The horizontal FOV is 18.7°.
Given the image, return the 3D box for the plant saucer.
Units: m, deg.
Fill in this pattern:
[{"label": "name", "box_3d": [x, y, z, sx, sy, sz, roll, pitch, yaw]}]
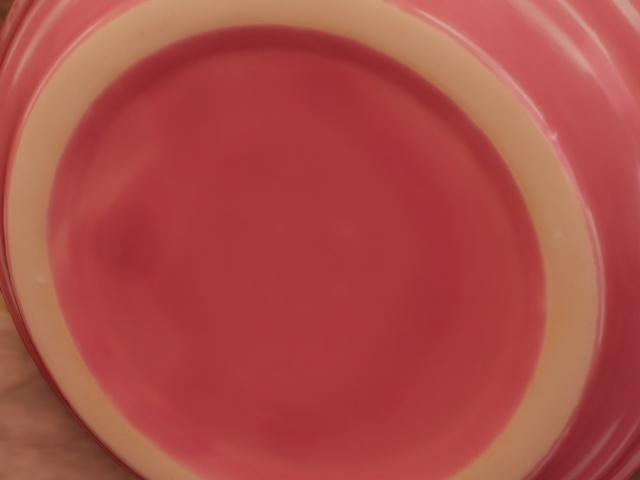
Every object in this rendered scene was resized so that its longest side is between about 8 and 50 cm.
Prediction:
[{"label": "plant saucer", "box_3d": [0.000, 0.000, 0.804, 0.332, 0.084, 0.332, 7, 116, 16]}]
